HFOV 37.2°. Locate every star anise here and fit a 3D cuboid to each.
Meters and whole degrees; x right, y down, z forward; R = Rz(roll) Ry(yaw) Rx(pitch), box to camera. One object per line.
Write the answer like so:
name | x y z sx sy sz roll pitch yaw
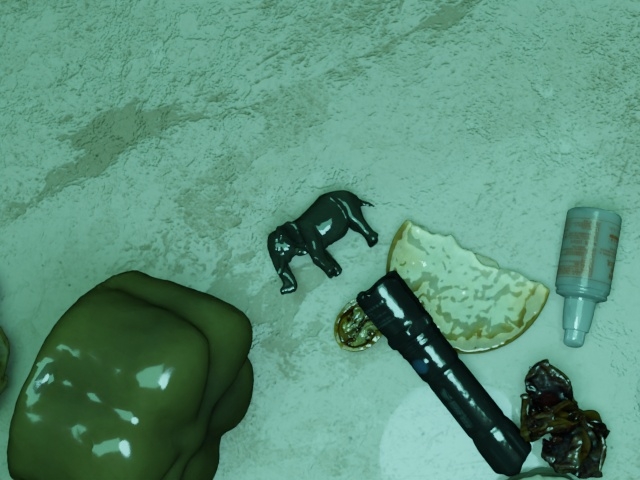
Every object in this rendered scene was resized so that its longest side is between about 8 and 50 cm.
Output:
star anise | 0.416 0.315 1.661 0.125 0.190 0.220 -30 97 38

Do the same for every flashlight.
flashlight | 0.224 0.243 1.718 0.103 0.103 0.424 -38 86 0

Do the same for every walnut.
walnut | 0.079 0.161 1.802 0.091 0.052 0.121 42 83 16

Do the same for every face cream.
face cream | 0.481 0.070 1.733 0.101 0.101 0.252 10 81 10

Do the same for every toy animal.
toy animal | -0.002 0.003 1.825 0.245 0.114 0.146 -39 82 -22

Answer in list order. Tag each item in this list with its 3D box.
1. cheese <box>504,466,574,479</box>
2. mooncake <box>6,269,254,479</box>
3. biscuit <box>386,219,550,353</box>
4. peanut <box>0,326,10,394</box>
cheese | 0.359 0.562 1.630 0.292 0.153 0.332 -2 79 8
mooncake | -0.309 0.291 1.633 0.262 0.467 0.467 23 83 15
biscuit | 0.254 0.106 1.791 0.308 0.040 0.205 27 85 13
peanut | -0.694 0.186 1.874 0.153 0.140 0.325 -3 74 -10
